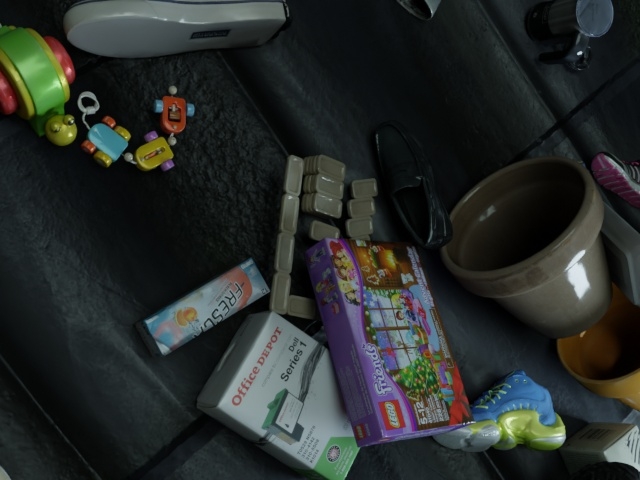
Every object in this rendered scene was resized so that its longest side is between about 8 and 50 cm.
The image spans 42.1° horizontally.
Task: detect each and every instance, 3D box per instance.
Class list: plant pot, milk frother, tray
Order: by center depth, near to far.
[{"bbox_3d":[0.357,0.033,1.333,0.263,0.263,0.229,-52,120,-23],"label":"plant pot"},{"bbox_3d":[0.476,0.013,1.368,0.030,0.270,0.145,-19,116,2],"label":"tray"},{"bbox_3d":[0.539,0.198,1.412,0.188,0.205,0.205,42,66,-30],"label":"plant pot"},{"bbox_3d":[0.471,-0.376,1.497,0.143,0.135,0.129,-3,96,-24],"label":"milk frother"}]

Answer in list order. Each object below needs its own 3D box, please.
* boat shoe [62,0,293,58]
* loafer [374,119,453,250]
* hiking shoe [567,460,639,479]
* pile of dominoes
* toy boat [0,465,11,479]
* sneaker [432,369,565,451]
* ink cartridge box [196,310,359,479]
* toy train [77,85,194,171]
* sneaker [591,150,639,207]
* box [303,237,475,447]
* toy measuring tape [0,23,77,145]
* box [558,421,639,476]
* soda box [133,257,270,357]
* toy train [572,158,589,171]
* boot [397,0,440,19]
[{"bbox_3d":[-0.213,-0.363,1.197,0.340,0.127,0.158,-10,79,-34],"label":"boat shoe"},{"bbox_3d":[0.141,-0.090,1.311,0.078,0.076,0.223,-7,72,-58],"label":"loafer"},{"bbox_3d":[0.431,0.440,1.331,0.114,0.227,0.086,37,23,-26],"label":"hiking shoe"},{"bbox_3d":[0.000,0.000,1.265,0.196,0.040,0.251,17,75,-42],"label":"pile of dominoes"},{"bbox_3d":[-0.443,0.353,0.886,0.148,0.318,0.267,-8,69,12],"label":"toy boat"},{"bbox_3d":[0.279,0.272,1.340,0.240,0.091,0.126,10,59,-23],"label":"sneaker"},{"bbox_3d":[-0.040,0.224,1.181,0.219,0.092,0.160,36,67,-17],"label":"ink cartridge box"},{"bbox_3d":[-0.261,-0.156,1.173,0.166,0.046,0.125,-2,81,-28],"label":"toy train"},{"bbox_3d":[0.571,-0.127,1.545,0.170,0.063,0.075,31,70,-23],"label":"sneaker"},{"bbox_3d":[0.101,0.141,1.209,0.201,0.057,0.293,3,63,-42],"label":"box"},{"bbox_3d":[-0.417,-0.270,1.080,0.121,0.121,0.330,-35,96,-26],"label":"toy measuring tape"},{"bbox_3d":[0.518,0.449,1.395,0.094,0.113,0.275,-27,94,-27],"label":"box"},{"bbox_3d":[-0.164,0.093,1.163,0.183,0.063,0.058,-32,95,-26],"label":"soda box"},{"bbox_3d":[0.485,-0.073,1.509,0.027,0.036,0.158,-17,88,-26],"label":"toy train"},{"bbox_3d":[0.171,-0.510,1.426,0.189,0.076,0.208,41,74,-11],"label":"boot"}]
